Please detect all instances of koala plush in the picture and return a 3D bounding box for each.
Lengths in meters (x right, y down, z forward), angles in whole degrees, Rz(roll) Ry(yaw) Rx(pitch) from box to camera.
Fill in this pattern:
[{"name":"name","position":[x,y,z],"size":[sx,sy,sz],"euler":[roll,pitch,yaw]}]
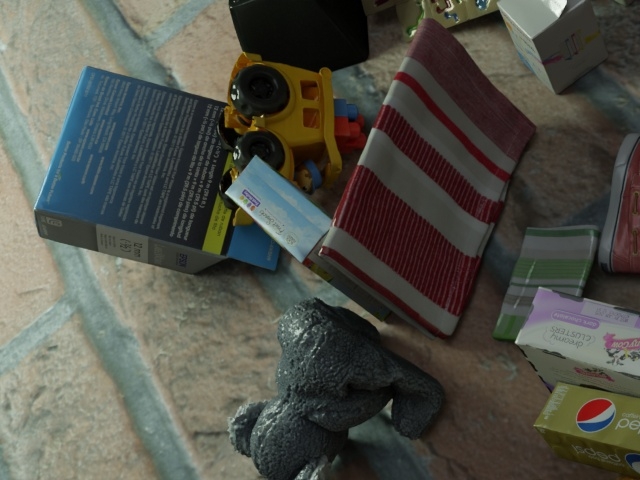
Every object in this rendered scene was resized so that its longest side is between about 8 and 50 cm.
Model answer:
[{"name":"koala plush","position":[-0.008,0.200,1.219],"size":[0.196,0.203,0.221],"euler":[40,97,39]}]

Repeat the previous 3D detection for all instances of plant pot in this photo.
[{"name":"plant pot","position":[-0.045,-0.370,1.578],"size":[0.188,0.167,0.188],"euler":[-14,57,20]}]

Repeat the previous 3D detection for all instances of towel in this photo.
[{"name":"towel","position":[0.141,-0.071,1.253],"size":[0.037,0.237,0.329],"euler":[2,62,49]},{"name":"towel","position":[0.266,0.050,1.222],"size":[0.113,0.023,0.152],"euler":[-4,57,54]}]

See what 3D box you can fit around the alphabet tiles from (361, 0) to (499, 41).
[{"name":"alphabet tiles","position":[0.177,-0.452,1.458],"size":[0.342,0.011,0.285],"euler":[-12,95,40]}]

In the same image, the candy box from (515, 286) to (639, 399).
[{"name":"candy box","position":[0.311,0.136,1.058],"size":[0.164,0.196,0.070],"euler":[15,70,34]}]

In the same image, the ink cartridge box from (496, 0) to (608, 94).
[{"name":"ink cartridge box","position":[0.302,-0.282,1.346],"size":[0.090,0.143,0.092],"euler":[-36,51,5]}]

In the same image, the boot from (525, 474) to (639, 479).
[{"name":"boot","position":[0.315,0.334,1.014],"size":[0.295,0.104,0.211],"euler":[-15,62,25]}]

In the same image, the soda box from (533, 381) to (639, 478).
[{"name":"soda box","position":[0.302,0.191,0.994],"size":[0.181,0.061,0.058],"euler":[6,52,51]}]

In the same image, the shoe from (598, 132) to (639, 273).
[{"name":"shoe","position":[0.386,-0.042,1.213],"size":[0.081,0.063,0.178],"euler":[6,71,30]}]

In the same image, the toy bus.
[{"name":"toy bus","position":[-0.033,-0.133,1.433],"size":[0.211,0.149,0.220],"euler":[4,68,-16]}]

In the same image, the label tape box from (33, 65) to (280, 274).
[{"name":"label tape box","position":[-0.214,-0.089,1.515],"size":[0.347,0.115,0.249],"euler":[15,65,-5]}]

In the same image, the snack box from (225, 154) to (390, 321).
[{"name":"snack box","position":[0.000,0.000,1.303],"size":[0.070,0.207,0.174],"euler":[-51,50,3]}]

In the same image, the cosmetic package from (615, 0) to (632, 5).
[{"name":"cosmetic package","position":[0.363,-0.476,1.450],"size":[0.160,0.113,0.309],"euler":[-46,52,-2]}]
